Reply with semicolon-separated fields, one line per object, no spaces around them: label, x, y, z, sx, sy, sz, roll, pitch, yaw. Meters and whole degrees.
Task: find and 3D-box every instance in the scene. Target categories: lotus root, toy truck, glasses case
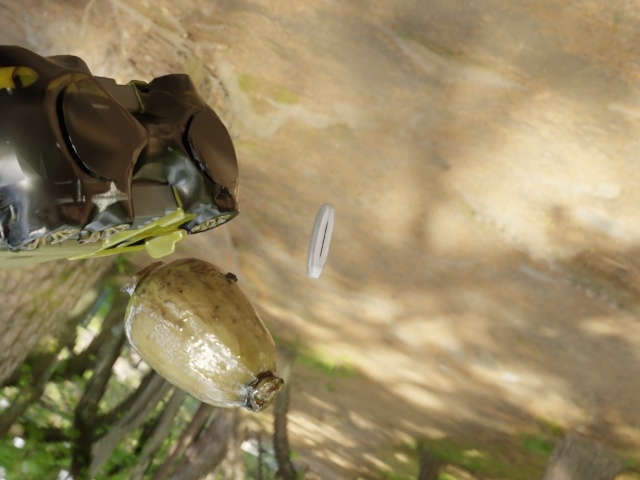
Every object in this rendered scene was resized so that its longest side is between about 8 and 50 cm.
lotus root;-0.152;0.110;1.208;0.257;0.154;0.140;39;166;15
toy truck;-0.262;-0.062;0.958;0.254;0.181;0.405;-21;175;24
glasses case;0.000;0.000;1.041;0.021;0.083;0.032;13;171;-10
